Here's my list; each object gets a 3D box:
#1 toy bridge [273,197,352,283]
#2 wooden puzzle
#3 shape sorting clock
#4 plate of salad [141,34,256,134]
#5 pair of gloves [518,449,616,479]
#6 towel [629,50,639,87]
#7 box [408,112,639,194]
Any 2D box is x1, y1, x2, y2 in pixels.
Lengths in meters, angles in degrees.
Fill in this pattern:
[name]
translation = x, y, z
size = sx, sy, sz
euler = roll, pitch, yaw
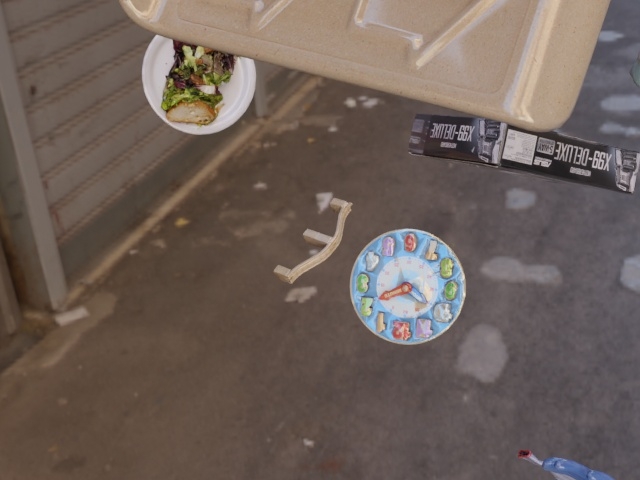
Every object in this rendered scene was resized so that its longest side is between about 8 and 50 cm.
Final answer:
[toy bridge]
translation = 0.000, 0.000, 1.554
size = 0.063, 0.026, 0.188
euler = 19, 59, 38
[wooden puzzle]
translation = 0.058, -0.266, 0.667
size = 0.347, 0.322, 0.080
euler = 18, -2, 16
[shape sorting clock]
translation = 0.153, 0.082, 1.602
size = 0.206, 0.206, 0.040
euler = 0, 5, 11
[plate of salad]
translation = -0.204, -0.281, 1.544
size = 0.199, 0.200, 0.048
euler = -15, 12, -17
[pair of gloves]
translation = 0.344, 0.314, 1.174
size = 0.159, 0.023, 0.198
euler = 25, -13, -3
[towel]
translation = 0.591, -0.321, 1.096
size = 0.374, 0.321, 0.090
euler = -6, 46, -24
[box]
translation = 0.342, -0.148, 1.530
size = 0.307, 0.077, 0.242
euler = 8, 5, -31
